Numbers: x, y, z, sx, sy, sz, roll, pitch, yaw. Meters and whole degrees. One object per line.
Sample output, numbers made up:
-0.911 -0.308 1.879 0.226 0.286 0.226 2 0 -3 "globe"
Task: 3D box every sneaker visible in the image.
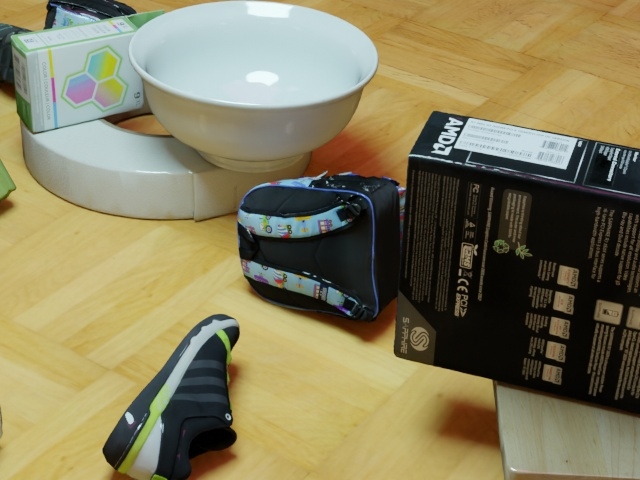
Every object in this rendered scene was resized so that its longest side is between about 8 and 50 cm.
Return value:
-0.120 0.164 1.238 0.097 0.084 0.234 34 38 3 "sneaker"
-0.461 -0.266 1.878 0.267 0.101 0.106 20 10 32 "sneaker"

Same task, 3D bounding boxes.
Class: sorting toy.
0.289 0.171 1.226 0.255 0.089 0.257 3 33 1 "sorting toy"

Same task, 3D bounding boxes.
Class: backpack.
0.000 0.000 1.423 0.173 0.158 0.117 7 22 28 "backpack"
-0.314 -0.295 1.783 0.114 0.084 0.105 17 30 -1 "backpack"

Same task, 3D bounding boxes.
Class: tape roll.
-0.201 -0.154 1.718 0.392 0.072 0.392 2 31 -1 "tape roll"

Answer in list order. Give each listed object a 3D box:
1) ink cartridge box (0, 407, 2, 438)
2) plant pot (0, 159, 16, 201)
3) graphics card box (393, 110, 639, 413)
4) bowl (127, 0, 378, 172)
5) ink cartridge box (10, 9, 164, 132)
-0.491 0.219 1.103 0.324 0.071 0.330 11 36 11 "ink cartridge box"
-0.411 -0.078 1.562 0.083 0.079 0.083 -36 6 5 "plant pot"
0.255 0.034 1.138 0.371 0.232 0.094 11 37 14 "graphics card box"
-0.082 -0.174 1.569 0.298 0.134 0.298 2 33 -2 "bowl"
-0.281 -0.217 1.642 0.209 0.109 0.062 -16 37 -27 "ink cartridge box"
